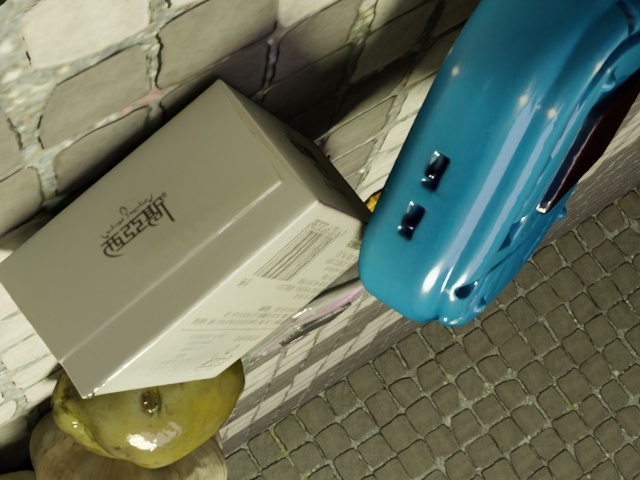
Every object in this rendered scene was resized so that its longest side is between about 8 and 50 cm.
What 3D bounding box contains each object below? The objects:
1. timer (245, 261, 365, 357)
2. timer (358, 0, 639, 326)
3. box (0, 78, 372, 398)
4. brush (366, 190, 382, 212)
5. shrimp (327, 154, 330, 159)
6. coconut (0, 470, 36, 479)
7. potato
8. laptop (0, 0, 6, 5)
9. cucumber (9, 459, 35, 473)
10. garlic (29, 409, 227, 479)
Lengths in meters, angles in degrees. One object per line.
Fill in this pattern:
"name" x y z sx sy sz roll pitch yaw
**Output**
"timer" -0.012 0.075 1.419 0.208 0.069 0.191 -26 168 -43
"timer" 0.166 -0.093 0.877 0.340 0.115 0.309 -36 154 -54
"box" -0.079 0.008 0.828 0.203 0.116 0.274 -40 168 8
"brush" 0.000 0.000 1.287 0.272 0.013 0.103 -30 167 -20
"shrimp" -0.052 0.004 1.055 0.145 0.061 0.267 -13 160 -37
"coconut" -0.362 0.424 1.281 0.323 0.323 0.323 -33 168 -8
"potato" -0.169 0.152 1.126 0.200 0.154 0.137 -15 117 -40
"laptop" -0.187 -0.085 0.421 0.197 0.016 0.135 -36 170 15
"cucumber" -0.318 0.273 1.409 0.284 0.056 0.056 -31 168 -4
"garlic" -0.213 0.260 1.233 0.227 0.227 0.152 -22 131 -48
